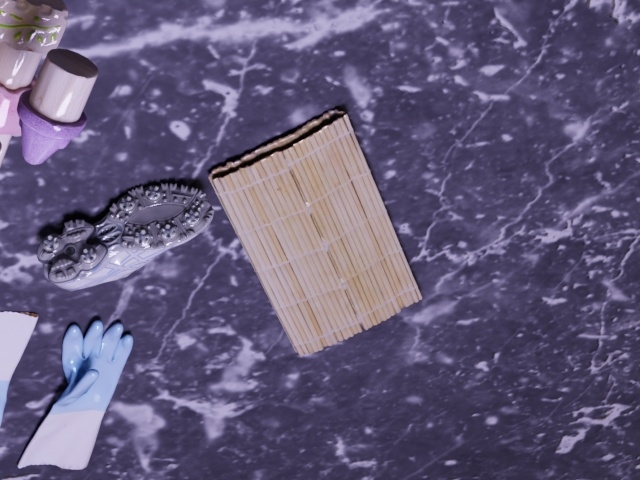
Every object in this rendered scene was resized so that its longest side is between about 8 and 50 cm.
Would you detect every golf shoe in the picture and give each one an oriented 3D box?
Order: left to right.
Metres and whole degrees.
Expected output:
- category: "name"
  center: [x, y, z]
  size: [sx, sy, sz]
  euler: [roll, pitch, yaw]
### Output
- category: "golf shoe"
  center: [-0.187, 0.000, 1.900]
  size: [0.176, 0.069, 0.086]
  euler: [-19, 158, -3]

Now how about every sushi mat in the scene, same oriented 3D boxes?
- category: "sushi mat"
  center: [0.000, 0.000, 2.006]
  size: [0.151, 0.019, 0.316]
  euler: [-26, 139, -1]

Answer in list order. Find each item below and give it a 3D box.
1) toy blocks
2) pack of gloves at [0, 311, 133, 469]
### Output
- category: "toy blocks"
  center: [-0.356, -0.099, 1.522]
  size: [0.289, 0.309, 0.260]
  euler: [10, 121, -32]
- category: "pack of gloves"
  center: [-0.302, 0.172, 2.019]
  size: [0.195, 0.046, 0.232]
  euler: [1, 132, -27]
